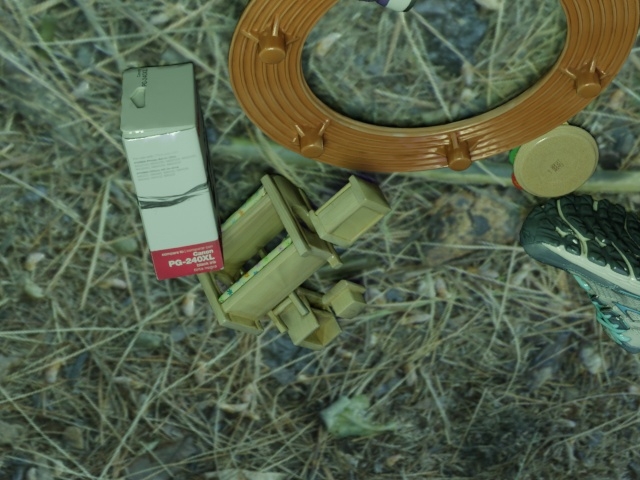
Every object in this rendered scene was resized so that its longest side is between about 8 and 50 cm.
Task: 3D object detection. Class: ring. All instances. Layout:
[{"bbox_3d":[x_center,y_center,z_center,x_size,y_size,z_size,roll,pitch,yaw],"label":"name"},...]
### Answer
[{"bbox_3d":[0.094,-0.145,1.080,0.337,0.032,0.336,-5,150,-3],"label":"ring"}]

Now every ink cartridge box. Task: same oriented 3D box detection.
[{"bbox_3d":[-0.125,-0.060,1.135,0.063,0.109,0.150,-8,128,-1],"label":"ink cartridge box"}]

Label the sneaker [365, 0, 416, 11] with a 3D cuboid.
[{"bbox_3d":[0.045,-0.304,0.983,0.124,0.107,0.283,11,125,-10],"label":"sneaker"}]

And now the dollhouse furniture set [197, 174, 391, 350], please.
[{"bbox_3d":[0.000,0.000,1.236,0.182,0.101,0.161,-41,147,20],"label":"dollhouse furniture set"}]

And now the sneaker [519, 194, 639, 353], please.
[{"bbox_3d":[0.303,0.054,1.292,0.283,0.110,0.122,20,125,-22],"label":"sneaker"}]

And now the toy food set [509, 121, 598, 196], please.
[{"bbox_3d":[0.216,-0.074,1.234,0.083,0.020,0.082,20,122,-23],"label":"toy food set"}]
